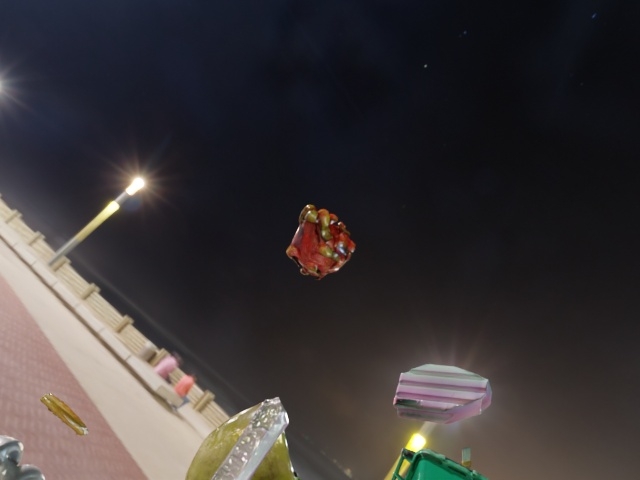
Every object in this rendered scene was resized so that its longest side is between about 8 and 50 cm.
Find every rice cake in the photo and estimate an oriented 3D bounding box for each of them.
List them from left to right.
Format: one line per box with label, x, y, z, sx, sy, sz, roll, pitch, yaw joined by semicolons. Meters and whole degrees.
rice cake;-0.175;0.468;0.954;0.056;0.365;0.072;21;-30;28

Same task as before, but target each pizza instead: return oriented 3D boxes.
pizza;-0.797;0.532;1.536;0.131;0.041;0.178;8;-43;51

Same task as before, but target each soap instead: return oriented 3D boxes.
soap;0.446;0.558;1.808;0.324;0.193;0.109;-3;-49;28

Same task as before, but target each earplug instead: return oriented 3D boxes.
earplug;-1.029;0.784;1.605;0.325;0.175;0.214;65;24;-3

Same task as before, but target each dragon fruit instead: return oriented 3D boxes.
dragon fruit;0.000;0.000;1.065;0.150;0.133;0.207;-4;-34;7

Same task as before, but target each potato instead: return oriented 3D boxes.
potato;-0.235;0.571;1.337;0.330;0.280;0.212;124;-49;-73

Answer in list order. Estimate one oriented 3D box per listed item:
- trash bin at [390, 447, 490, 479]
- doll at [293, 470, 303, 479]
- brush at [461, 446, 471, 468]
trash bin;0.316;0.777;1.369;0.295;0.259;0.381;23;6;14
doll;-0.105;0.845;1.467;0.198;0.322;0.186;37;-52;-16
brush;0.495;0.815;1.681;0.010;0.218;0.082;-5;-17;34
